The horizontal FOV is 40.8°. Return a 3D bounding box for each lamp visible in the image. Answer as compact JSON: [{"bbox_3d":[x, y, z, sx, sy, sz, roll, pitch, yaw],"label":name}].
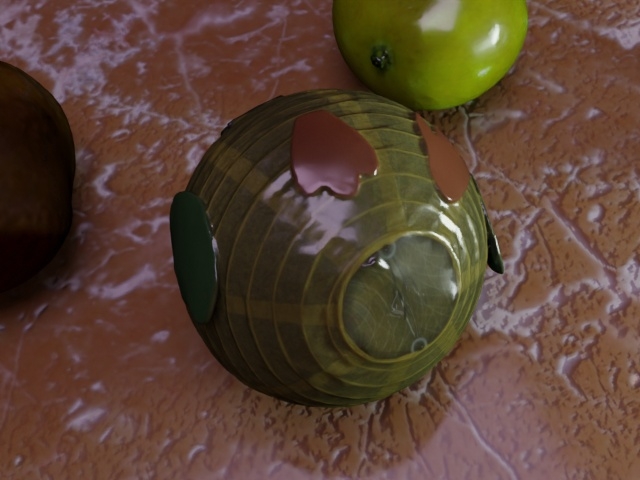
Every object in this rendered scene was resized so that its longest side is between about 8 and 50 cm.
[{"bbox_3d":[0.000,0.000,0.691,0.250,0.250,0.284,-34,26,-13],"label":"lamp"}]

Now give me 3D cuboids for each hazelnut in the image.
[{"bbox_3d":[-0.328,-0.058,0.766,0.229,0.229,0.230,-2,62,3],"label":"hazelnut"}]

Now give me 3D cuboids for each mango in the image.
[{"bbox_3d":[0.105,-0.244,0.850,0.185,0.149,0.273,-6,55,9],"label":"mango"}]
